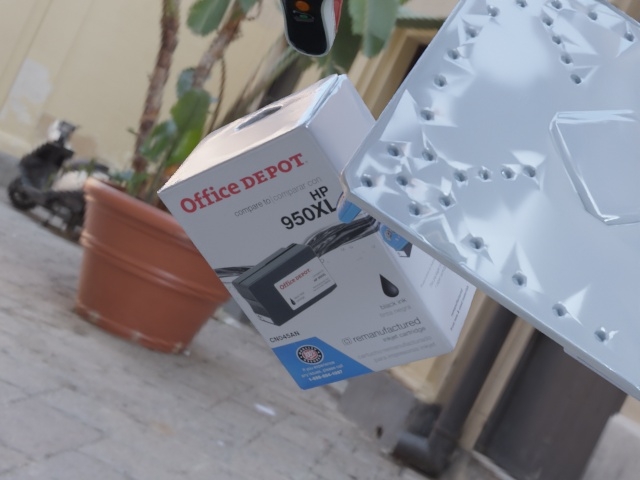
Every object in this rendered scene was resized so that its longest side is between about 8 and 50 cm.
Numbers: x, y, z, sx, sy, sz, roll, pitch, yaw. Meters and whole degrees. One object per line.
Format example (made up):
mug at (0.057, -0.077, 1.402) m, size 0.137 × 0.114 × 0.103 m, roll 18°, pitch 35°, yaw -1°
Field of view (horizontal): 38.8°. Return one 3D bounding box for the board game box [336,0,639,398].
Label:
board game box at (0.250, -0.054, 0.808) m, size 0.390 × 0.390 × 0.050 m, roll 34°, pitch -36°, yaw -1°

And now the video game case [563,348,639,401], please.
video game case at (0.373, 0.104, 1.088) m, size 0.022 × 0.173 × 0.190 m, roll -16°, pitch 31°, yaw -27°

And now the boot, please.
boot at (0.006, -0.378, 1.165) m, size 0.088 × 0.176 × 0.244 m, roll 16°, pitch -24°, yaw 7°

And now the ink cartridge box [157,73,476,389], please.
ink cartridge box at (0.000, 0.000, 1.328) m, size 0.395 × 0.285 × 0.166 m, roll 56°, pitch 36°, yaw -20°
